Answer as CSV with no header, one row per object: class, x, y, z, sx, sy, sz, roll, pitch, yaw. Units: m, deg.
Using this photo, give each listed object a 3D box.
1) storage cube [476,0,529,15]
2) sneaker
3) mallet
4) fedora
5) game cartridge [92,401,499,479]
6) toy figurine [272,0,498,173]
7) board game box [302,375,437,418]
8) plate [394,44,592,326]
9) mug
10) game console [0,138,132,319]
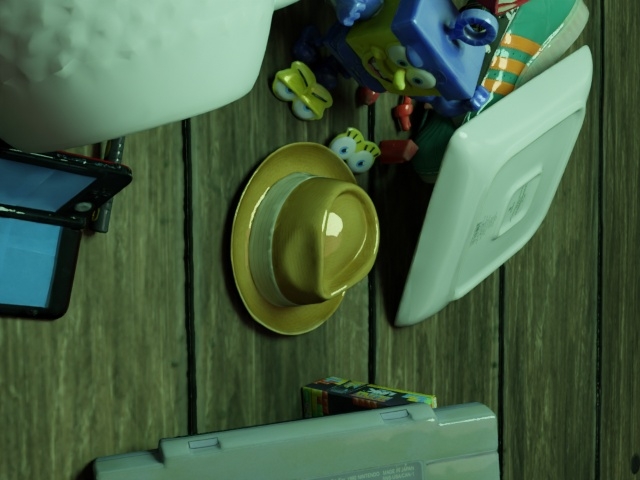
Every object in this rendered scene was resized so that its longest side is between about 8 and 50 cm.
storage cube,0.168,-0.349,0.856,0.215,0.193,0.184,-31,148,-25
sneaker,0.180,-0.203,1.086,0.121,0.108,0.302,48,70,-31
mallet,-0.157,-0.099,0.789,0.039,0.062,0.190,8,87,-47
fedora,0.000,0.000,0.944,0.194,0.079,0.195,-4,96,-45
game cartridge,-0.011,0.271,0.855,0.354,0.068,0.230,-5,94,-14
toy figurine,0.065,-0.222,0.898,0.362,0.217,0.191,46,61,-38
board game box,0.051,0.232,0.968,0.048,0.141,0.171,-12,100,-45
plate,0.203,-0.050,1.074,0.278,0.045,0.277,-33,148,-39
mug,-0.119,-0.250,0.634,0.373,0.276,0.328,-18,107,-17
game console,-0.223,-0.006,0.717,0.144,0.124,0.085,10,59,-46
